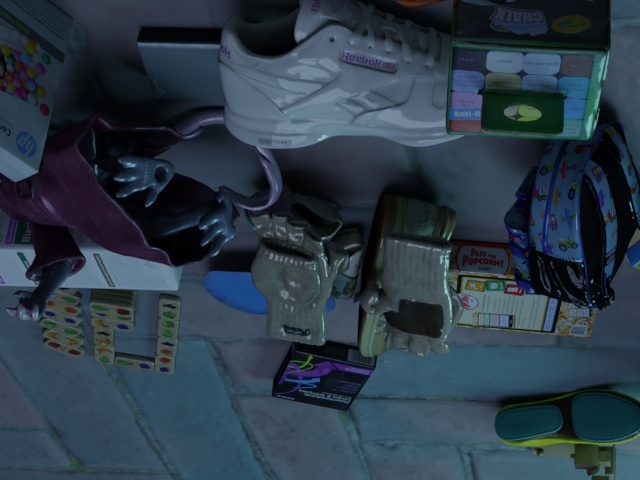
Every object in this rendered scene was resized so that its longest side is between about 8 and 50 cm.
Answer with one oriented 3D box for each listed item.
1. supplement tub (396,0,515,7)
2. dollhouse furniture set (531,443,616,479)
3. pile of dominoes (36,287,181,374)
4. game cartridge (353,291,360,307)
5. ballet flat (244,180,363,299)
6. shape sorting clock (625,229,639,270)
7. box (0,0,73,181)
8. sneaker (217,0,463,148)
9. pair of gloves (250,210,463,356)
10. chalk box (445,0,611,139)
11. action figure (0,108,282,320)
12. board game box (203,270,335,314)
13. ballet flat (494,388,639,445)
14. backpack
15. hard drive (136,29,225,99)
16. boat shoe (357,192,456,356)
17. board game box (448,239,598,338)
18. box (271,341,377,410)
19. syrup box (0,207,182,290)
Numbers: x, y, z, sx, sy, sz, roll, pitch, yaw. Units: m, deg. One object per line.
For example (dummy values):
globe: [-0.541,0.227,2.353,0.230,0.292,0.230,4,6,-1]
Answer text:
supplement tub: [0.180,-0.290,1.111,0.316,0.193,0.193,-16,142,35]
dollhouse furniture set: [0.360,0.344,2.189,0.123,0.151,0.144,-1,146,14]
pile of dominoes: [-0.294,0.128,2.077,0.196,0.040,0.251,9,149,-3]
game cartridge: [0.087,0.075,1.927,0.083,0.017,0.056,-15,147,32]
ballet flat: [0.000,0.000,1.773,0.079,0.077,0.221,-30,137,19]
shape sorting clock: [0.439,0.000,1.695,0.206,0.040,0.206,6,151,3]
box: [-0.313,-0.170,1.429,0.038,0.186,0.145,-17,141,36]
sneaker: [0.049,-0.167,1.428,0.305,0.114,0.152,-5,130,6]
pair of gloves: [0.042,0.050,1.704,0.240,0.042,0.204,5,139,16]
chalk box: [0.176,-0.170,1.295,0.132,0.213,0.132,5,150,5]
action figure: [-0.276,-0.078,1.645,0.370,0.276,0.248,4,125,42]
board game box: [-0.061,0.055,1.910,0.169,0.033,0.133,2,155,19]
ballet flat: [0.357,0.251,2.123,0.231,0.077,0.077,-8,167,30]
backpack: [0.262,-0.038,1.566,0.117,0.158,0.173,12,141,29]
hard drive: [-0.111,-0.177,1.535,0.135,0.022,0.094,3,150,8]
boat shoe: [0.095,0.053,1.798,0.089,0.104,0.285,5,147,-3]
board game box: [0.240,0.061,1.838,0.194,0.045,0.146,5,150,4]
box: [0.003,0.189,2.124,0.116,0.029,0.162,12,151,-8]
syrup box: [-0.283,-0.005,1.794,0.237,0.093,0.096,2,150,10]
